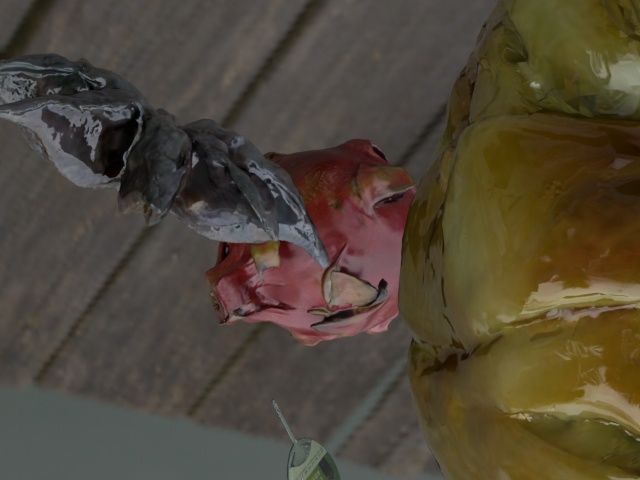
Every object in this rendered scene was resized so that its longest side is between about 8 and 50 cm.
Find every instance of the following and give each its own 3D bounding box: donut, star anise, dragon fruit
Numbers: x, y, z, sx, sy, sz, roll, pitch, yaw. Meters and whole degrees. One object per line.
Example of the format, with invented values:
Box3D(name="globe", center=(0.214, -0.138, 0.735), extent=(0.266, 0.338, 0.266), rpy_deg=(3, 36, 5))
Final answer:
Box3D(name="donut", center=(0.200, 0.022, 0.638), extent=(0.360, 0.360, 0.170), rpy_deg=(-5, 155, -19))
Box3D(name="star anise", center=(-0.091, -0.046, 0.982), extent=(0.061, 0.204, 0.180), rpy_deg=(-63, 164, 8))
Box3D(name="dragon fruit", center=(0.000, 0.000, 1.159), extent=(0.166, 0.133, 0.136), rpy_deg=(-21, 169, -24))

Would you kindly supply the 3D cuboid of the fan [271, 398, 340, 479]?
Box3D(name="fan", center=(-0.005, 0.133, 1.095), extent=(0.003, 0.080, 0.060), rpy_deg=(-18, 166, 29))
